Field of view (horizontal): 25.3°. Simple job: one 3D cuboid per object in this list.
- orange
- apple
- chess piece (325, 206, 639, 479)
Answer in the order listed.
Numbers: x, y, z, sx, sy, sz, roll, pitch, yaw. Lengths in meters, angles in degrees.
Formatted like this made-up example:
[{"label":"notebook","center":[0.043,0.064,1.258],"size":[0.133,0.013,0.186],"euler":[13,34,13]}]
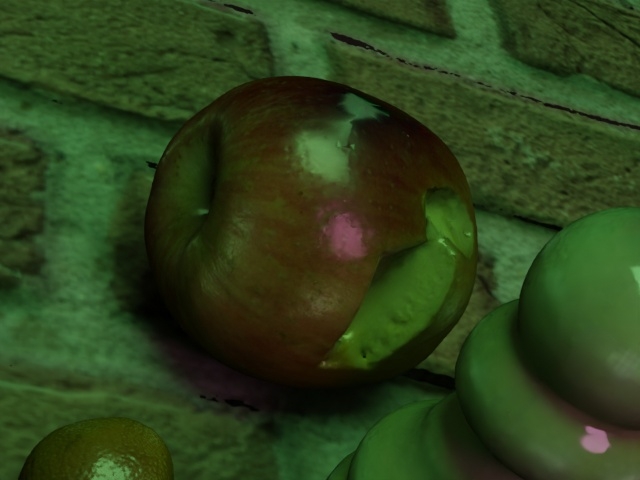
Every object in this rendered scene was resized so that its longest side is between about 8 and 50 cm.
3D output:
[{"label":"orange","center":[-0.105,0.120,0.675],"size":[0.085,0.085,0.085],"euler":[18,39,-16]},{"label":"apple","center":[0.000,0.000,0.808],"size":[0.199,0.199,0.199],"euler":[18,39,-16]},{"label":"chess piece","center":[0.111,0.089,0.709],"size":[0.144,0.251,0.144],"euler":[18,40,-16]}]
